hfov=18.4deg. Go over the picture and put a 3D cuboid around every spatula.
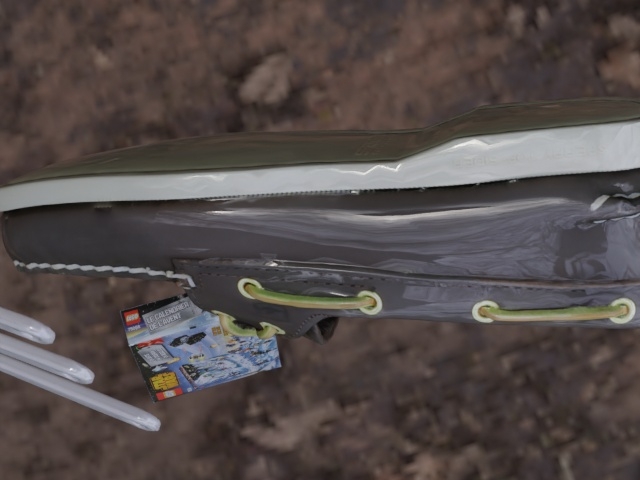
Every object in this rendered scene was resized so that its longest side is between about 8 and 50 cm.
[{"bbox_3d":[-0.199,0.029,0.897,0.242,0.019,0.168,19,164,23],"label":"spatula"}]

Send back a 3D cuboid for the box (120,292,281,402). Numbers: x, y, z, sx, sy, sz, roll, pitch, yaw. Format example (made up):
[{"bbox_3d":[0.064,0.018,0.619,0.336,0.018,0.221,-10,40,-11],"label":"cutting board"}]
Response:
[{"bbox_3d":[-0.077,0.066,1.304,0.094,0.027,0.137,-16,160,-4],"label":"box"}]

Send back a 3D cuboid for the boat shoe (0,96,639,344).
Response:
[{"bbox_3d":[0.000,0.000,0.619,0.228,0.081,0.068,-4,102,20],"label":"boat shoe"}]
